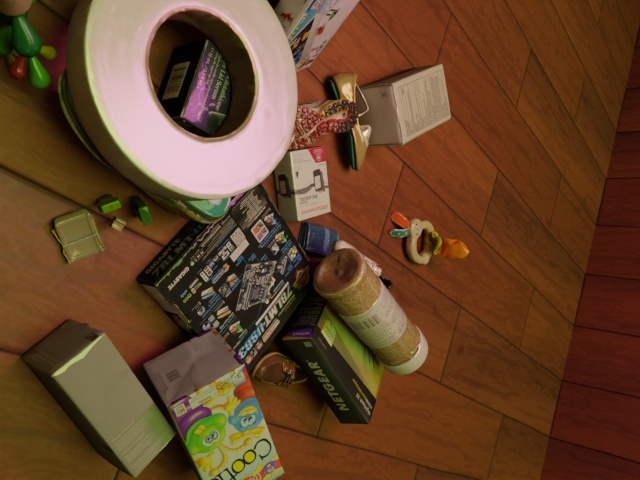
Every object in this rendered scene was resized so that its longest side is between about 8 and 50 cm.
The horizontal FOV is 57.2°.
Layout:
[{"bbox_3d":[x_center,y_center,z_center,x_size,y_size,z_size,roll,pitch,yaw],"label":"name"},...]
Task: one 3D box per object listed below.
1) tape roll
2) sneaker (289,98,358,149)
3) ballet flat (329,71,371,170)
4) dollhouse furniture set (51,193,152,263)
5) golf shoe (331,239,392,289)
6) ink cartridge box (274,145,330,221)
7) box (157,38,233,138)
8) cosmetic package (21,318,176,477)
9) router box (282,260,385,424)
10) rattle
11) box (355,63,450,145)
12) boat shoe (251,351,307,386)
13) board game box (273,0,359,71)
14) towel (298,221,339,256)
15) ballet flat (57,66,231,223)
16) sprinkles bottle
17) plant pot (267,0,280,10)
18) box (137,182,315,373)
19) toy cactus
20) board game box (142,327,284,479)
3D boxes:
[{"bbox_3d":[-0.197,-0.256,0.931,0.392,0.072,0.392,-1,92,-45],"label":"tape roll"},{"bbox_3d":[-0.031,-0.252,1.266,0.225,0.093,0.088,-16,112,-29],"label":"sneaker"},{"bbox_3d":[0.083,-0.279,1.373,0.073,0.080,0.232,-17,110,-4],"label":"ballet flat"},{"bbox_3d":[-0.362,-0.030,0.972,0.151,0.058,0.076,-24,120,-23],"label":"dollhouse furniture set"},{"bbox_3d":[0.092,0.056,1.306,0.186,0.086,0.067,47,45,-40],"label":"golf shoe"},{"bbox_3d":[-0.039,-0.124,1.278,0.109,0.063,0.150,-19,108,-44],"label":"ink cartridge box"},{"bbox_3d":[-0.184,-0.241,1.080,0.207,0.108,0.153,25,75,-45],"label":"box"},{"bbox_3d":[-0.350,0.250,0.938,0.107,0.127,0.238,-47,124,-33],"label":"cosmetic package"},{"bbox_3d":[0.052,0.234,1.356,0.309,0.081,0.243,60,37,-32],"label":"router box"},{"bbox_3d":[0.292,-0.004,1.596,0.130,0.143,0.200,-49,135,-9],"label":"rattle"},{"bbox_3d":[0.208,-0.341,1.476,0.232,0.127,0.149,-31,116,-40],"label":"box"},{"bbox_3d":[-0.080,0.276,1.239,0.064,0.060,0.178,-63,153,3],"label":"boat shoe"},{"bbox_3d":[-0.024,-0.413,1.105,0.193,0.305,0.053,-36,88,-40],"label":"board game box"},{"bbox_3d":[0.000,0.000,1.358,0.119,0.029,0.067,17,80,-46],"label":"towel"},{"bbox_3d":[-0.296,-0.142,0.967,0.348,0.123,0.123,42,64,-37],"label":"ballet flat"},{"bbox_3d":[0.118,0.163,1.282,0.355,0.121,0.121,51,58,-40],"label":"sprinkles bottle"},{"bbox_3d":[-0.095,-0.565,1.039,0.291,0.203,0.291,-3,94,-47],"label":"plant pot"},{"bbox_3d":[-0.162,0.074,1.159,0.295,0.073,0.293,-53,131,-27],"label":"box"},{"bbox_3d":[-0.422,-0.315,0.778,0.112,0.180,0.219,-12,99,-25],"label":"toy cactus"},{"bbox_3d":[-0.188,0.325,1.059,0.142,0.144,0.275,-27,122,-22],"label":"board game box"}]
